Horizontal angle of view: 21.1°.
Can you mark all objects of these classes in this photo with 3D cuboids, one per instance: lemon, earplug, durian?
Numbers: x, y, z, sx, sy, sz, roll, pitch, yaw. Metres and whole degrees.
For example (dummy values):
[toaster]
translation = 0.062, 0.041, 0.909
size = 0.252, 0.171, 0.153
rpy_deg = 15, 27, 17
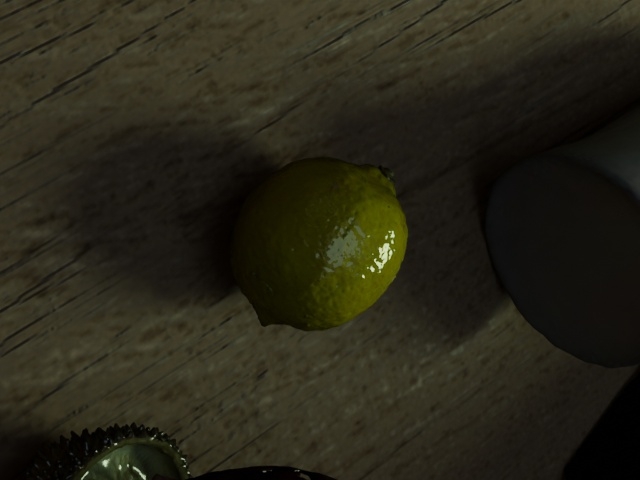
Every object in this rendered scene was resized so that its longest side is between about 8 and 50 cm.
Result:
[lemon]
translation = 0.000, 0.000, 1.121
size = 0.133, 0.109, 0.109
rpy_deg = -50, 124, -11
[earplug]
translation = 0.282, -0.051, 1.320
size = 0.301, 0.172, 0.172
rpy_deg = -35, 117, -37
[durian]
translation = -0.146, 0.159, 1.052
size = 0.140, 0.071, 0.110
rpy_deg = 10, 96, -53

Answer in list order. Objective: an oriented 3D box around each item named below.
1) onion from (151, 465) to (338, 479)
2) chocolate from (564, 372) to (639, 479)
[onion]
translation = -0.043, 0.294, 0.970
size = 0.341, 0.341, 0.341
rpy_deg = -7, 101, -38
[chocolate]
translation = 0.421, 0.293, 1.391
size = 0.384, 0.383, 0.331
rpy_deg = -50, 141, -22
